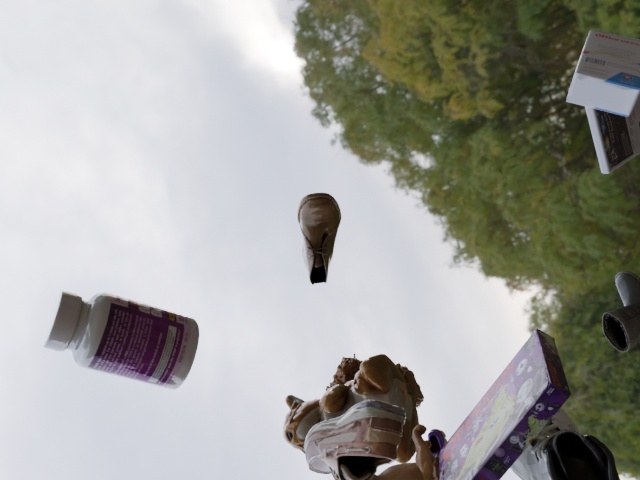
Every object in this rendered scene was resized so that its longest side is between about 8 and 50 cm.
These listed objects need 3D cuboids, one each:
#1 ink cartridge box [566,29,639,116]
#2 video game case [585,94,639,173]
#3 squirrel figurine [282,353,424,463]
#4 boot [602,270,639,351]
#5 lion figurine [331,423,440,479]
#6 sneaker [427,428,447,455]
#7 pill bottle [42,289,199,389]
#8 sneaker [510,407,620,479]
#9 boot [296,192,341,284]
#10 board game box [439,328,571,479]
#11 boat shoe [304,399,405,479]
[{"bbox_3d":[0.405,-0.236,1.043,0.052,0.088,0.122,91,-157,-48],"label":"ink cartridge box"},{"bbox_3d":[0.612,-0.256,1.534,0.173,0.022,0.191,-28,-74,-32],"label":"video game case"},{"bbox_3d":[0.086,0.488,2.132,0.281,0.370,0.397,65,-157,1],"label":"squirrel figurine"},{"bbox_3d":[0.757,0.174,1.861,0.208,0.076,0.190,-10,-117,-37],"label":"boot"},{"bbox_3d":[0.191,0.579,1.789,0.240,0.391,0.142,-104,0,-51],"label":"lion figurine"},{"bbox_3d":[0.325,0.612,2.070,0.071,0.068,0.170,21,-128,-62],"label":"sneaker"},{"bbox_3d":[-0.429,0.208,1.605,0.301,0.169,0.169,20,-134,-24],"label":"pill bottle"},{"bbox_3d":[0.443,0.371,1.366,0.448,0.169,0.258,-112,7,-50],"label":"sneaker"},{"bbox_3d":[0.000,0.000,1.884,0.305,0.112,0.115,89,177,-53],"label":"boot"},{"bbox_3d":[0.333,0.348,1.393,0.056,0.347,0.208,31,-159,1],"label":"board game box"},{"bbox_3d":[0.053,0.410,1.438,0.123,0.324,0.117,15,-125,-17],"label":"boat shoe"}]
